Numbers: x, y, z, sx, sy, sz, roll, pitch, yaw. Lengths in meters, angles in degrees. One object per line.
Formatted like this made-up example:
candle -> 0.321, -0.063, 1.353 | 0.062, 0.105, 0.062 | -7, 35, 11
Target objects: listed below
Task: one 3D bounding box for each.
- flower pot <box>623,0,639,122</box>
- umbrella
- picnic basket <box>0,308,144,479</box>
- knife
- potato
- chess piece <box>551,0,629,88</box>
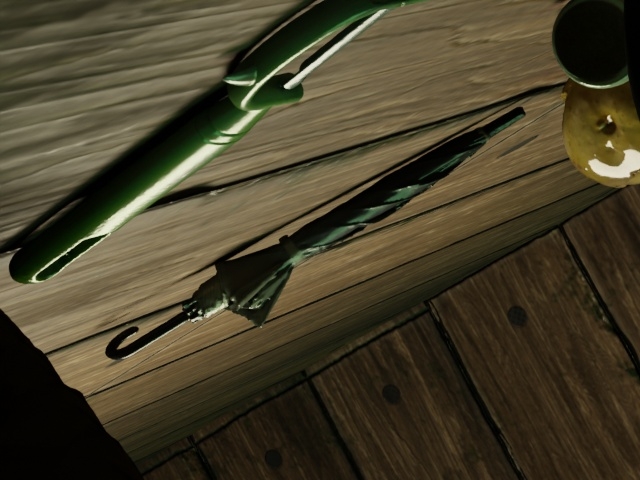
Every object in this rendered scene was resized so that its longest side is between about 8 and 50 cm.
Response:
flower pot -> 0.203, -0.063, 0.437 | 0.267, 0.266, 0.267 | -27, -174, -13
umbrella -> 0.001, 0.002, 1.076 | 0.269, 0.044, 0.044 | -30, -158, 1
picnic basket -> -0.139, 0.220, 0.700 | 0.291, 0.321, 0.254 | -28, -155, -14
knife -> -0.048, -0.029, 0.647 | 0.212, 0.015, 0.054 | -33, 172, 41
potato -> 0.189, -0.078, 1.049 | 0.107, 0.080, 0.170 | -42, 171, 36
chess piece -> 0.130, -0.091, 0.857 | 0.042, 0.042, 0.093 | -31, 179, 22
